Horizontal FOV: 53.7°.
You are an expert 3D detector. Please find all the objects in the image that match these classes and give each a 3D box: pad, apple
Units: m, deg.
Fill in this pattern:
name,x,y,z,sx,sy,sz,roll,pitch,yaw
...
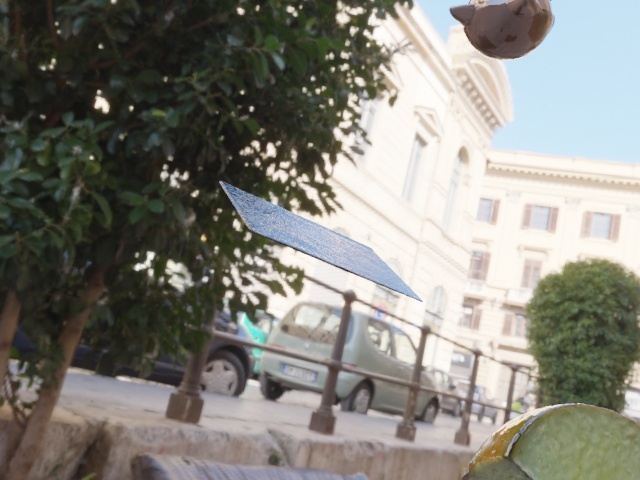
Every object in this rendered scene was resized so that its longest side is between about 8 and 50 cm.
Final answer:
name,x,y,z,sx,sy,sz,roll,pitch,yaw
pad,0.000,0.000,1.026,0.330,0.004,0.220,23,14,-30
apple,0.315,0.327,0.764,0.346,0.254,0.179,41,8,-9

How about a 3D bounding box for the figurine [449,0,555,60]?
name,x,y,z,sx,sy,sz,roll,pitch,yaw
figurine,0.264,-0.318,0.894,0.125,0.125,0.138,3,-2,40
